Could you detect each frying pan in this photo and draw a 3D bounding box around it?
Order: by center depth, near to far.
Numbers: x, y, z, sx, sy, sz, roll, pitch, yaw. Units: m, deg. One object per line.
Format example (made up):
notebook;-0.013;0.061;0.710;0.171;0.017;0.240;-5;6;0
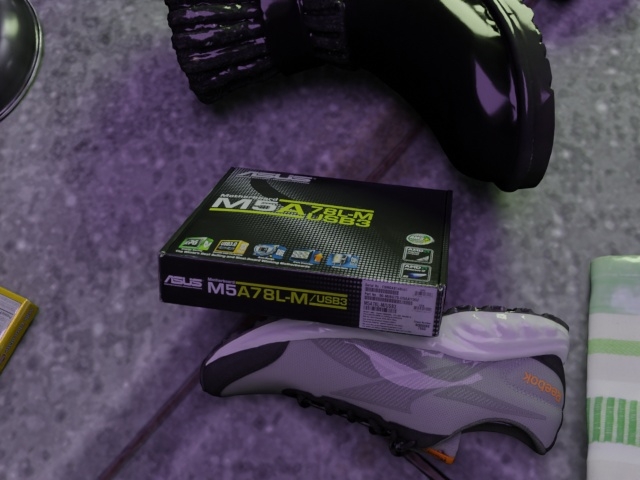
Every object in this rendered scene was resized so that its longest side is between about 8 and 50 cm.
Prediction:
frying pan;-0.355;-0.242;0.795;0.197;0.053;0.326;6;72;6

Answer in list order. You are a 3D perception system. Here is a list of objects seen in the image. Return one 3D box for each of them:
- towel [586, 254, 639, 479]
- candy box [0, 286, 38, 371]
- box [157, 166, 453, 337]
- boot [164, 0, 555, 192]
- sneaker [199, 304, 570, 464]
towel;0.298;0.149;0.525;0.247;0.038;0.325;1;56;20
candy box;-0.348;0.059;0.681;0.205;0.027;0.105;23;75;14
box;0.000;0.000;0.605;0.190;0.045;0.184;7;26;9
boot;0.013;-0.159;0.677;0.260;0.131;0.348;-15;57;-8
sneaker;0.045;0.105;0.592;0.271;0.100;0.108;0;74;5
